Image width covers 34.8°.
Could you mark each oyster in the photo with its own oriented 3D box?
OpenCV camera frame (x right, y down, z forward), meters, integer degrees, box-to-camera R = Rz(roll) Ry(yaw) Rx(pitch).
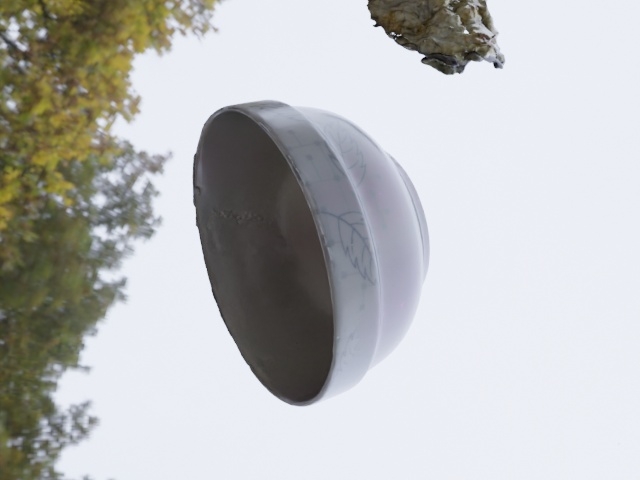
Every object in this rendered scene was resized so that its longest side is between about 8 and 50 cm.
[{"bbox_3d":[0.120,-0.256,1.133,0.191,0.081,0.163,12,-137,4],"label":"oyster"}]

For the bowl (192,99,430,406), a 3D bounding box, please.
[{"bbox_3d":[0.000,0.000,0.963,0.144,0.287,0.287,-16,-109,-27],"label":"bowl"}]
